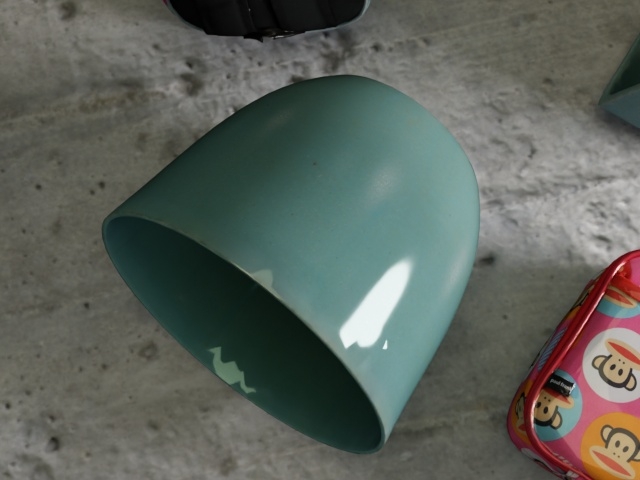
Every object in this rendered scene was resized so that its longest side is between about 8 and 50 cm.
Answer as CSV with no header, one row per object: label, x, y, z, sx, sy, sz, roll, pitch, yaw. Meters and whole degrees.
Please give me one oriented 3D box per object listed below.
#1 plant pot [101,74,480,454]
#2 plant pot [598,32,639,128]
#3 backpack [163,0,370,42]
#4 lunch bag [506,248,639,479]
plant pot,0.000,0.000,0.868,0.293,0.293,0.235,36,66,9
plant pot,0.461,-0.170,0.905,0.252,0.248,0.247,35,81,-8
backpack,-0.056,-0.293,0.937,0.225,0.253,0.191,-2,74,5
lunch bag,0.345,0.150,0.904,0.293,0.120,0.258,34,77,7
